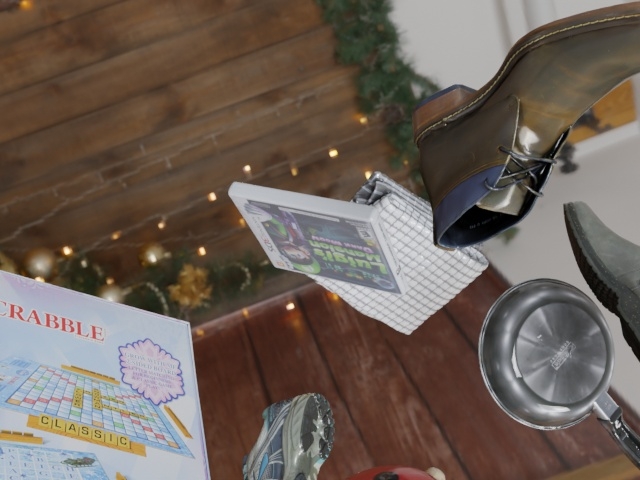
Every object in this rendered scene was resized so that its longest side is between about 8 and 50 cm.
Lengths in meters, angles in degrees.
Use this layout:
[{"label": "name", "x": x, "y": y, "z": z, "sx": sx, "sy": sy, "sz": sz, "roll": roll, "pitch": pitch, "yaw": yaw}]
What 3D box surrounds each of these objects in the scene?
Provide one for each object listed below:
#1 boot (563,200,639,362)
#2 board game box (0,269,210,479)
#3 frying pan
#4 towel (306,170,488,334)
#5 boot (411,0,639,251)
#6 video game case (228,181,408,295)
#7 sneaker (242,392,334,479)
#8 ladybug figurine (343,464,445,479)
[{"label": "boot", "x": 0.395, "y": 0.028, "z": 0.978, "sx": 0.083, "sy": 0.161, "sz": 0.246, "roll": 60, "pitch": 7, "yaw": -50}, {"label": "board game box", "x": -0.218, "y": 0.155, "z": 0.557, "sx": 0.319, "sy": 0.066, "sz": 0.318, "roll": 22, "pitch": 36, "yaw": -34}, {"label": "frying pan", "x": 0.324, "y": 0.205, "z": 1.103, "sx": 0.326, "sy": 0.197, "sz": 0.053, "roll": 68, "pitch": -17, "yaw": 3}, {"label": "towel", "x": 0.130, "y": 0.025, "z": 1.564, "sx": 0.284, "sy": 0.235, "sz": 0.121, "roll": 31, "pitch": 33, "yaw": -27}, {"label": "boot", "x": 0.142, "y": -0.065, "z": 0.550, "sx": 0.219, "sy": 0.082, "sz": 0.106, "roll": -25, "pitch": -119, "yaw": 56}, {"label": "video game case", "x": 0.000, "y": 0.000, "z": 1.035, "sx": 0.022, "sy": 0.190, "sz": 0.173, "roll": -66, "pitch": 151, "yaw": -25}, {"label": "sneaker", "x": -0.062, "y": 0.370, "z": 1.282, "sx": 0.110, "sy": 0.122, "sz": 0.283, "roll": 45, "pitch": 47, "yaw": -37}, {"label": "ladybug figurine", "x": 0.072, "y": 0.527, "z": 1.333, "sx": 0.305, "sy": 0.449, "sz": 0.162, "roll": 26, "pitch": -34, "yaw": 18}]
